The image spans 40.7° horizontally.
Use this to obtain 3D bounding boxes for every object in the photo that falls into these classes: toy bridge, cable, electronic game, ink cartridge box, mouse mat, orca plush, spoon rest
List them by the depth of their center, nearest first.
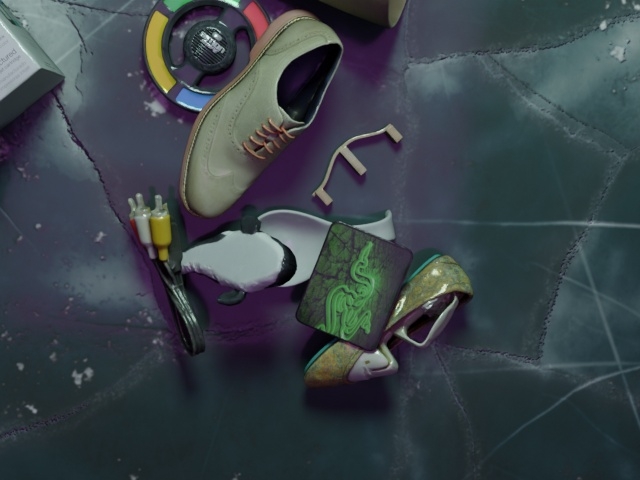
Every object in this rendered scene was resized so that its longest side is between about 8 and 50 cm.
[{"bbox_3d":[-0.584,-0.311,1.364,0.198,0.197,0.270,-39,98,0],"label":"ink cartridge box"},{"bbox_3d":[-0.134,0.053,1.461,0.102,0.287,0.151,25,56,-45],"label":"orca plush"},{"bbox_3d":[-0.271,0.058,1.465,0.072,0.139,0.287,-14,98,-36],"label":"cable"},{"bbox_3d":[0.057,0.077,1.472,0.152,0.007,0.190,22,94,5],"label":"mouse mat"},{"bbox_3d":[-0.189,-0.330,1.474,0.229,0.048,0.229,-1,97,-5],"label":"electronic game"},{"bbox_3d":[0.000,0.000,1.514,0.276,0.084,0.137,-12,98,-5],"label":"spoon rest"},{"bbox_3d":[0.056,-0.142,1.531,0.188,0.026,0.063,-42,96,1],"label":"toy bridge"}]

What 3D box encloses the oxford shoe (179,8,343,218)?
[{"bbox_3d":[-0.104,-0.194,1.424,0.140,0.146,0.397,23,104,-34],"label":"oxford shoe"}]

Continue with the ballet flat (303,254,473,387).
[{"bbox_3d":[0.126,0.167,1.520,0.348,0.123,0.123,-40,99,-2],"label":"ballet flat"}]

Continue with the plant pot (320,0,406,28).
[{"bbox_3d":[0.011,-0.497,1.392,0.274,0.256,0.256,14,96,9],"label":"plant pot"}]
